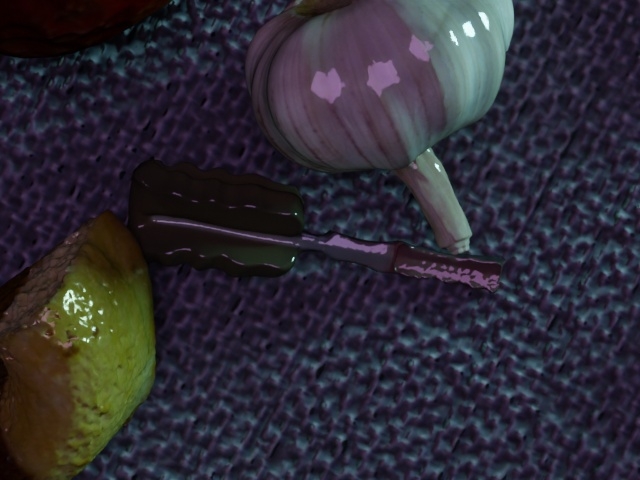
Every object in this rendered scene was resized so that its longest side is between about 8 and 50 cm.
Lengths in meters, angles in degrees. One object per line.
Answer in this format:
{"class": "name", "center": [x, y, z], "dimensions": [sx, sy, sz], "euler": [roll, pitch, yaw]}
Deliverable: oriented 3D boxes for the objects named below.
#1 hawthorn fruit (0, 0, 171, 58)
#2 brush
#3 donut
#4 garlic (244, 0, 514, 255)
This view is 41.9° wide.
{"class": "hawthorn fruit", "center": [-0.212, -0.222, 0.581], "dimensions": [0.266, 0.210, 0.230], "euler": [-49, 132, 3]}
{"class": "brush", "center": [0.000, 0.000, 0.659], "dimensions": [0.301, 0.071, 0.084], "euler": [9, 105, -8]}
{"class": "donut", "center": [-0.230, 0.129, 0.618], "dimensions": [0.295, 0.112, 0.151], "euler": [-34, 105, 14]}
{"class": "garlic", "center": [0.066, -0.090, 0.618], "dimensions": [0.199, 0.199, 0.226], "euler": [-30, 113, 0]}
